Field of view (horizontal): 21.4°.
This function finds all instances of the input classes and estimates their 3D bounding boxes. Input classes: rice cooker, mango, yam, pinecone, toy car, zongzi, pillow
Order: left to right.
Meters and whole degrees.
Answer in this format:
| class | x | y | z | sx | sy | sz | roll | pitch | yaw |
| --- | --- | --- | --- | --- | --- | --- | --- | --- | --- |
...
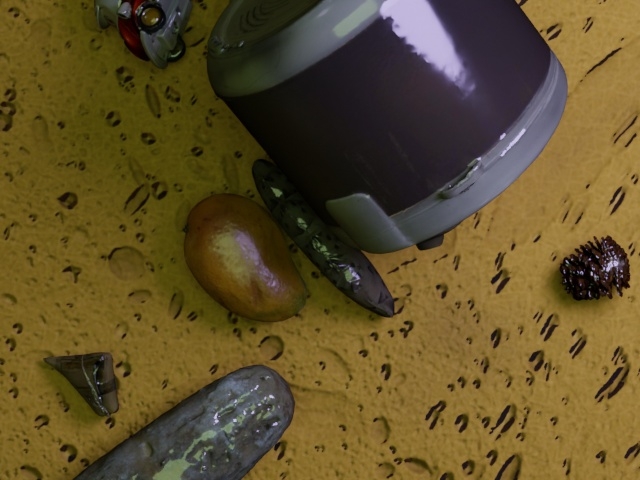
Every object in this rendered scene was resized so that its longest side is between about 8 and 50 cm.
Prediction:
| class | x | y | z | sx | sy | sz | roll | pitch | yaw |
| --- | --- | --- | --- | --- | --- | --- | --- | --- | --- |
| zongzi | -0.277 | 0.169 | 1.958 | 0.083 | 0.040 | 0.076 | -6 | 95 | 10 |
| toy car | -0.203 | -0.279 | 1.944 | 0.112 | 0.112 | 0.139 | 19 | 78 | 15 |
| yam | -0.167 | 0.263 | 1.911 | 0.330 | 0.133 | 0.133 | -38 | 90 | -3 |
| mango | -0.092 | 0.024 | 1.942 | 0.115 | 0.089 | 0.165 | -25 | 93 | -11 |
| pillow | 0.001 | 0.001 | 1.939 | 0.051 | 0.093 | 0.241 | -41 | 90 | 12 |
| rice cooker | 0.077 | -0.172 | 1.816 | 0.335 | 0.335 | 0.325 | -42 | 112 | -2 |
| pinecone | 0.317 | 0.034 | 1.960 | 0.083 | 0.077 | 0.077 | -16 | 89 | 30 |
